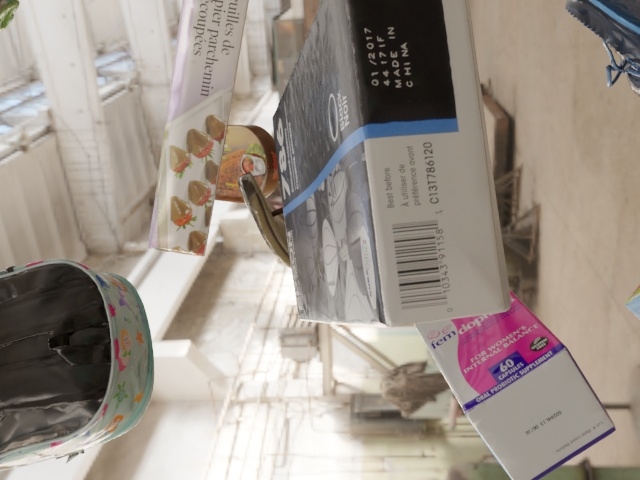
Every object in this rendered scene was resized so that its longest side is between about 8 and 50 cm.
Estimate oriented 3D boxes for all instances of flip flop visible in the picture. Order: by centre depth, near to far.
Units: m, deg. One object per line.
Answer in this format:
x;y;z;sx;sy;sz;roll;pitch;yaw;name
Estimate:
0.000;0.000;0.898;0.277;0.080;0.112;41;-168;-35;flip flop

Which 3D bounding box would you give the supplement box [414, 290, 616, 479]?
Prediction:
0.189;0.132;0.775;0.114;0.111;0.220;54;-176;-18;supplement box

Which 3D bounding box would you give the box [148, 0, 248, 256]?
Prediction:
-0.124;-0.143;0.762;0.067;0.063;0.324;-105;26;-67;box

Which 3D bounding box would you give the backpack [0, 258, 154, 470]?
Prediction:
-0.317;0.142;0.851;0.191;0.253;0.225;33;-140;-65;backpack

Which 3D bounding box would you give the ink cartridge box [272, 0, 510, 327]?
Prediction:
0.018;-0.030;0.474;0.332;0.065;0.165;143;120;-80;ink cartridge box

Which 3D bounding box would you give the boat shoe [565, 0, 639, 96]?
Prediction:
0.365;-0.189;0.802;0.258;0.109;0.089;48;143;25;boat shoe

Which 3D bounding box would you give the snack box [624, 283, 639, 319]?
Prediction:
0.570;0.027;1.084;0.207;0.070;0.174;-39;-8;-33;snack box

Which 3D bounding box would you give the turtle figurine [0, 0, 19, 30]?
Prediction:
-0.500;-0.401;0.953;0.198;0.266;0.274;-61;11;-8;turtle figurine

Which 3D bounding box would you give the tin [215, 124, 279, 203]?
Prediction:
-0.131;-0.109;1.020;0.040;0.189;0.106;-21;-67;-46;tin
